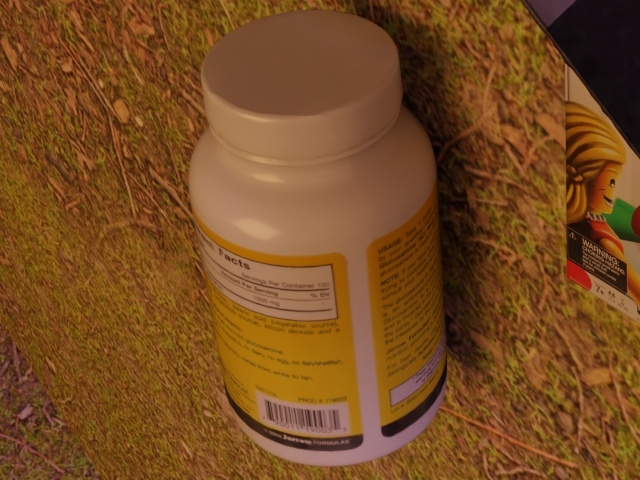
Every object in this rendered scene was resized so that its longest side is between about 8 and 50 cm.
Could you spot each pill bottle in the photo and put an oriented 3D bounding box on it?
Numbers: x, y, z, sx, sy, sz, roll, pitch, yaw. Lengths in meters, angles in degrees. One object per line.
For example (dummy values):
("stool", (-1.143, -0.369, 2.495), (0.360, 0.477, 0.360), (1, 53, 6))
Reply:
("pill bottle", (0.000, 0.000, 1.198), (0.188, 0.188, 0.334), (37, 146, 40))

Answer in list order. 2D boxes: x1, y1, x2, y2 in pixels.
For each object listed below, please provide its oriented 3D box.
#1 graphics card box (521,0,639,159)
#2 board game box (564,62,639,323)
("graphics card box", (0.240, -0.023, 0.442), (0.233, 0.094, 0.371), (-44, 68, 26))
("board game box", (0.261, 0.006, 0.872), (0.305, 0.053, 0.193), (35, 144, 42))
